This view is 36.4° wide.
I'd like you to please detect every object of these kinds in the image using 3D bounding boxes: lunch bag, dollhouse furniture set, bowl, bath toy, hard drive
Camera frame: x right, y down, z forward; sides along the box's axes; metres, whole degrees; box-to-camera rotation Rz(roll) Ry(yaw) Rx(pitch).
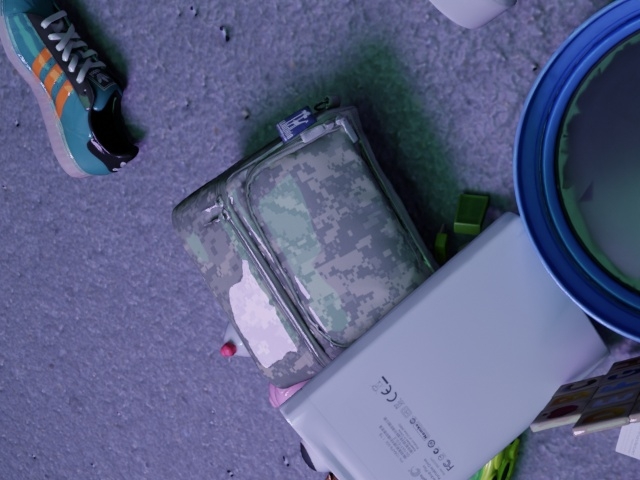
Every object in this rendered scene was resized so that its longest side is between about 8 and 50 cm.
[{"bbox_3d":[0.000,0.000,1.234,0.256,0.212,0.305,-27,95,28],"label":"lunch bag"},{"bbox_3d":[0.189,0.017,1.252,0.076,0.058,0.152,6,133,17],"label":"dollhouse furniture set"},{"bbox_3d":[0.403,-0.079,1.031,0.391,0.077,0.391,5,101,28],"label":"bowl"},{"bbox_3d":[-0.021,0.229,1.379,0.151,0.129,0.348,-33,92,40],"label":"bath toy"},{"bbox_3d":[0.155,0.165,1.157,0.353,0.047,0.233,-40,113,-5],"label":"hard drive"}]

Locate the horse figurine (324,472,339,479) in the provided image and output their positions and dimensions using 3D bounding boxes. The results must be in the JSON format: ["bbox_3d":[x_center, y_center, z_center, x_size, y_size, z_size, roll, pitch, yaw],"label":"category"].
[{"bbox_3d":[0.058,0.494,1.496,0.174,0.066,0.263,18,116,13],"label":"horse figurine"}]

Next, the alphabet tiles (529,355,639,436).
[{"bbox_3d":[0.400,0.136,1.029,0.342,0.285,0.011,-20,88,26],"label":"alphabet tiles"}]

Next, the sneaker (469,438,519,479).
[{"bbox_3d":[0.198,0.266,1.318,0.123,0.109,0.295,21,116,34],"label":"sneaker"}]

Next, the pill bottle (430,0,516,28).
[{"bbox_3d":[0.248,-0.379,0.947,0.361,0.204,0.204,-32,94,34],"label":"pill bottle"}]

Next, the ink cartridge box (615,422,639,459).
[{"bbox_3d":[0.442,0.218,1.168,0.143,0.090,0.092,16,118,21],"label":"ink cartridge box"}]

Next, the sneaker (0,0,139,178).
[{"bbox_3d":[-0.345,-0.236,1.375,0.121,0.108,0.302,-8,115,29],"label":"sneaker"}]
